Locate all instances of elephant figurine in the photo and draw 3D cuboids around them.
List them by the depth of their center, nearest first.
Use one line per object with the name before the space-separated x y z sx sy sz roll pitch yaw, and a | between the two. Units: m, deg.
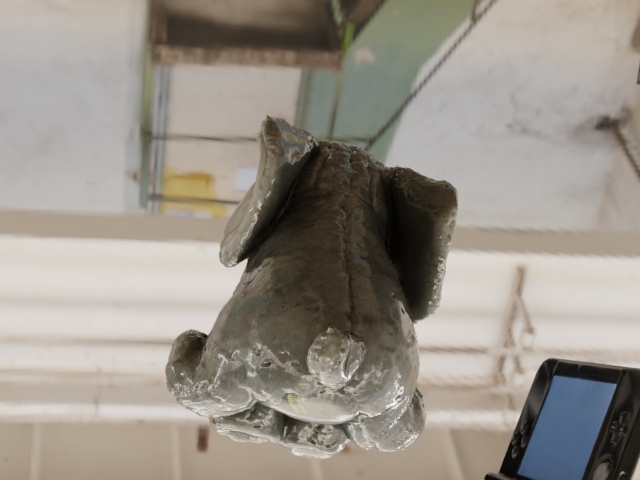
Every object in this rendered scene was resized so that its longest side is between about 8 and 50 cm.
elephant figurine | 0.000 0.000 0.810 0.186 0.169 0.240 -7 -120 35

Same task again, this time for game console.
game console | 0.084 0.095 0.599 0.071 0.107 0.122 23 173 -12

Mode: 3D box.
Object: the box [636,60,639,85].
box | 0.303 -0.141 0.833 0.051 0.175 0.220 -18 -143 -27
